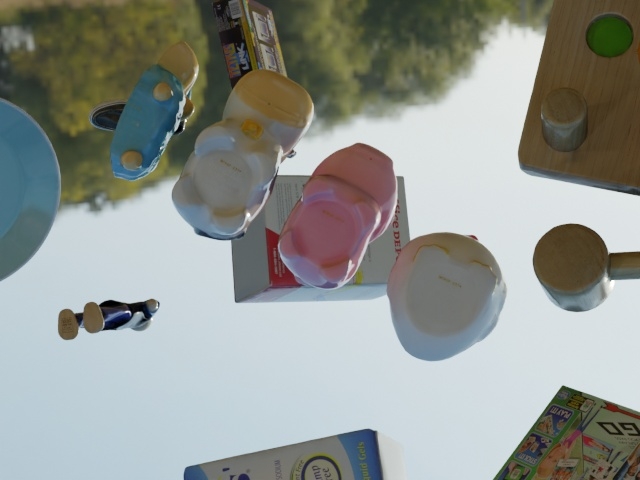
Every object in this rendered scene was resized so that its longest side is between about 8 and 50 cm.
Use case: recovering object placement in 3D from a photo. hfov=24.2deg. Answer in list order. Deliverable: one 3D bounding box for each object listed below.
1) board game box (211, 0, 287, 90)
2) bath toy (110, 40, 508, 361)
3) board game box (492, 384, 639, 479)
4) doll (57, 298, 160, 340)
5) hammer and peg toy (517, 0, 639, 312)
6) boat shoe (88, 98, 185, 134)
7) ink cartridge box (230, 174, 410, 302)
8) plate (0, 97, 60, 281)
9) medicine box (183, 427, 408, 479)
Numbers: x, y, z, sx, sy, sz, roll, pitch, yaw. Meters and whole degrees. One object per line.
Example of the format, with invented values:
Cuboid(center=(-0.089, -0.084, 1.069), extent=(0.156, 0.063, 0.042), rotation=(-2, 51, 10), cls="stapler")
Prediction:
Cuboid(center=(-0.091, -0.247, 2.080), extent=(0.048, 0.170, 0.141), rotation=(-14, 176, 14), cls="board game box")
Cuboid(center=(0.000, -0.029, 1.239), extent=(0.348, 0.151, 0.129), rotation=(32, 177, 4), cls="bath toy")
Cuboid(center=(0.346, 0.310, 1.922), extent=(0.213, 0.046, 0.317), rotation=(-51, -159, -11), cls="board game box")
Cuboid(center=(-0.275, 0.101, 1.953), extent=(0.129, 0.046, 0.189), rotation=(-15, 175, 20), cls="doll")
Cuboid(center=(0.301, -0.098, 1.198), extent=(0.266, 0.361, 0.127), rotation=(11, 165, 14), cls="hammer and peg toy")
Cuboid(center=(-0.267, -0.177, 2.178), extent=(0.142, 0.049, 0.040), rotation=(0, -150, -11), cls="boat shoe")
Cuboid(center=(0.000, 0.000, 1.694), extent=(0.176, 0.128, 0.127), rotation=(0, 168, -21), cls="ink cartridge box")
Cuboid(center=(-0.327, -0.044, 1.343), extent=(0.188, 0.188, 0.024), rotation=(-10, -160, -28), cls="plate")
Cuboid(center=(-0.021, 0.422, 2.042), extent=(0.289, 0.264, 0.149), rotation=(-14, 158, 16), cls="medicine box")
